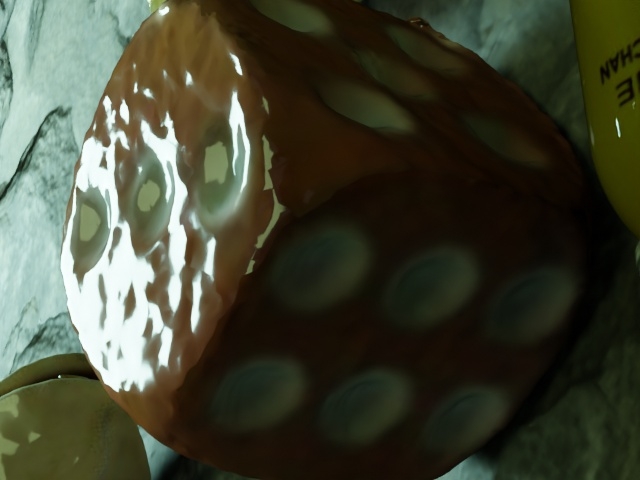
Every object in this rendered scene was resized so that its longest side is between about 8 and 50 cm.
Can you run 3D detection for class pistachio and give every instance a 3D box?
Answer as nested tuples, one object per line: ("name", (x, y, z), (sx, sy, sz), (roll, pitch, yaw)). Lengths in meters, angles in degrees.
("pistachio", (-0.179, 0.175, 0.903), (0.157, 0.157, 0.229), (36, 100, 56))

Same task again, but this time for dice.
("dice", (0.000, 0.000, 0.670), (0.174, 0.175, 0.179), (-60, 40, 25))

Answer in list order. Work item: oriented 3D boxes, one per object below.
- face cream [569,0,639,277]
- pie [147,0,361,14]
("face cream", (0.138, -0.118, 0.556), (0.105, 0.105, 0.348), (-33, 53, 49))
("pie", (-0.031, -0.244, 0.852), (0.339, 0.083, 0.339), (-173, 90, -68))
